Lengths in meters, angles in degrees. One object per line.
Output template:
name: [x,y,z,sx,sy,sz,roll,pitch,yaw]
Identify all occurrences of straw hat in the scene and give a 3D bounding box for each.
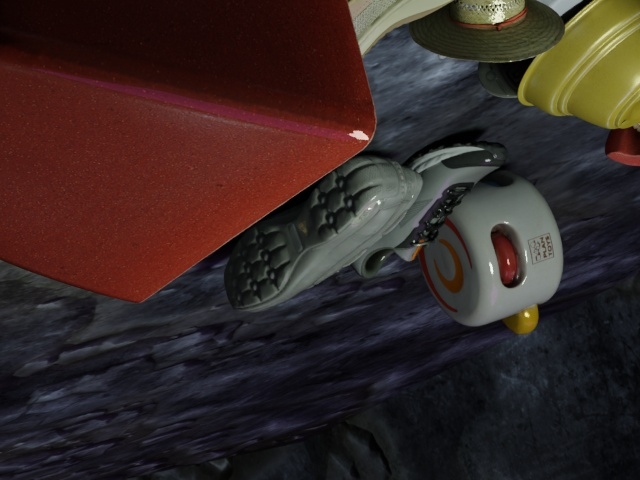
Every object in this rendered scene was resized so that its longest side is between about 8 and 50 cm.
straw hat: [0.153,-0.221,1.740,0.144,0.144,0.061,-17,127,-21]

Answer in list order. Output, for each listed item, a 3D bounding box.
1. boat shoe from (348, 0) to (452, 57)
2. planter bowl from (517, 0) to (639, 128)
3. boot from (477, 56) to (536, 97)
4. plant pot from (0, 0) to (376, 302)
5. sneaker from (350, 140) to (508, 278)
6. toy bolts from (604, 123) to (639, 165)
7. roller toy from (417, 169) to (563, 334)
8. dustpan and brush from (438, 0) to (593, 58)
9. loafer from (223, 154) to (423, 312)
boat shoe: [0.011,-0.203,1.540,0.302,0.109,0.098,-29,126,30]
planter bowl: [0.310,-0.176,1.906,0.217,0.090,0.217,-33,163,-11]
boot: [0.261,-0.192,2.070,0.189,0.076,0.208,-23,174,1]
plant pot: [-0.161,-0.139,1.179,0.235,0.267,0.267,7,151,-41]
sneaker: [0.130,-0.044,2.367,0.271,0.108,0.100,-32,162,34]
toy bolts: [0.432,-0.150,2.030,0.218,0.158,0.228,-34,-153,58]
roller toy: [0.231,0.010,2.553,0.146,0.209,0.191,-18,147,-23]
dustpan and brush: [0.204,-0.222,1.883,0.211,0.060,0.147,-38,166,32]
loafer: [0.000,0.000,2.316,0.111,0.112,0.319,2,154,-42]
